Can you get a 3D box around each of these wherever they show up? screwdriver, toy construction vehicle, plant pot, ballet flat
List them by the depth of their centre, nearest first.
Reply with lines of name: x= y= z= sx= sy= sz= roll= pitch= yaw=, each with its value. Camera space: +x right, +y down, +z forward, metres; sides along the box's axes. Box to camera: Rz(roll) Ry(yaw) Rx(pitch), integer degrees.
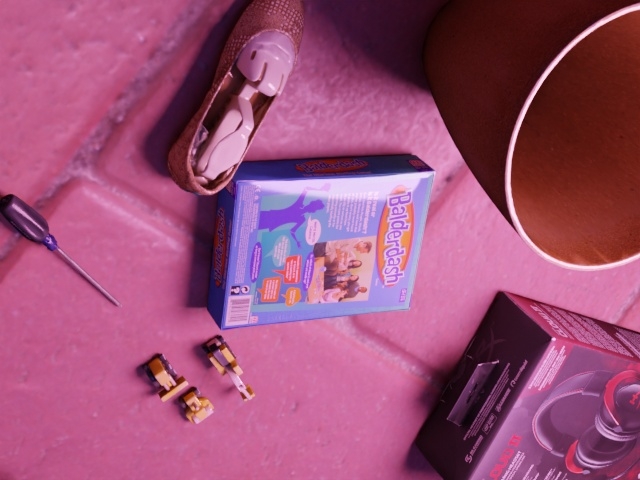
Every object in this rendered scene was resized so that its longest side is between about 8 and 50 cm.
ballet flat: x=-0.064 y=-0.126 z=1.045 sx=0.073 sy=0.067 sz=0.206 roll=19 pitch=106 yaw=-32
plant pot: x=0.200 y=-0.134 z=1.057 sx=0.237 sy=0.254 sz=0.237 roll=-12 pitch=121 yaw=-21
screwdriver: x=-0.234 y=0.015 z=1.072 sx=0.025 sy=0.024 sz=0.170 roll=-17 pitch=136 yaw=18
toy construction vehicle: x=-0.119 y=0.143 z=1.188 sx=0.086 sy=0.035 sz=0.098 roll=-32 pitch=126 yaw=-7

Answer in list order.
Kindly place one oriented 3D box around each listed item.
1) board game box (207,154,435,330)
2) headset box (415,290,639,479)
board game box: x=0.000 y=0.000 z=1.160 sx=0.210 sy=0.047 sz=0.160 roll=-4 pitch=118 yaw=-25
headset box: x=0.267 y=0.197 z=1.366 sx=0.293 sy=0.110 sz=0.218 roll=18 pitch=108 yaw=-33
